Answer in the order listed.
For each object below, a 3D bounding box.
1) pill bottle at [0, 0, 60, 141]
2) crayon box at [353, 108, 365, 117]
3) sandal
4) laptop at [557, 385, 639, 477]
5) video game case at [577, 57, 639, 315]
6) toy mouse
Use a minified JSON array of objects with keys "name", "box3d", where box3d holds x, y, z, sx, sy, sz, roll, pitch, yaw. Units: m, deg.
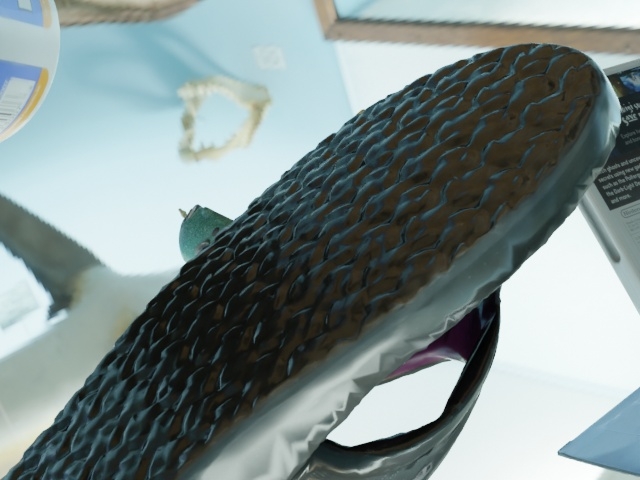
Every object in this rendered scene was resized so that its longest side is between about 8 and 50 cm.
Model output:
[{"name":"pill bottle","box3d":[-0.271,-0.125,0.674,0.152,0.152,0.272,-10,-179,14]},{"name":"crayon box","box3d":[0.000,0.000,1.398,0.278,0.081,0.165,-44,-146,20]},{"name":"sandal","box3d":[-0.032,0.089,0.551,0.446,0.107,0.167,-45,-150,5]},{"name":"laptop","box3d":[0.466,0.085,1.555,0.236,0.408,0.382,-1,175,-7]},{"name":"video game case","box3d":[0.248,-0.047,0.822,0.190,0.173,0.022,-19,164,-31]},{"name":"toy mouse","box3d":[-0.037,0.021,0.678,0.143,0.161,0.031,27,-100,28]}]
